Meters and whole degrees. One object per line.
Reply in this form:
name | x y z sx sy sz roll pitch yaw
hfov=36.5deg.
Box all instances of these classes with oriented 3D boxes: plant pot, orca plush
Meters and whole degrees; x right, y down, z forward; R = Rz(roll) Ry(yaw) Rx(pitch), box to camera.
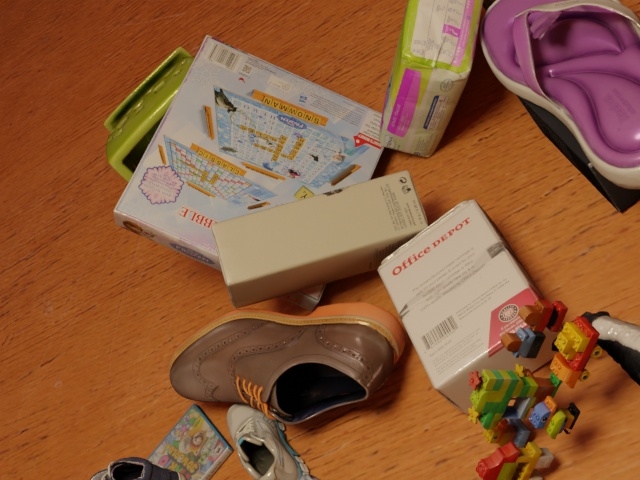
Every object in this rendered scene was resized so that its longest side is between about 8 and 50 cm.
plant pot | -0.226 -0.182 1.657 0.228 0.227 0.207 -44 35 5
orca plush | 0.355 0.158 0.973 0.287 0.151 0.102 18 103 44

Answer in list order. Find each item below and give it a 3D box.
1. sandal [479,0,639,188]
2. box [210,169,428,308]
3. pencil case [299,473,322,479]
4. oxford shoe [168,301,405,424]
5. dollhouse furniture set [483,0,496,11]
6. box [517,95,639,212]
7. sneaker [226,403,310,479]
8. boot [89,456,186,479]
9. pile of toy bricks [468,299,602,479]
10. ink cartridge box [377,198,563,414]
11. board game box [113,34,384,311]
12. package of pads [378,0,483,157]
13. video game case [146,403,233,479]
sandal | 0.306 -0.223 1.143 0.169 0.102 0.416 -40 41 9
box | 0.000 0.000 1.298 0.275 0.113 0.094 -15 69 -6
pencil case | -0.041 0.404 1.108 0.273 0.113 0.124 -57 14 -11
oxford shoe | -0.072 0.171 1.278 0.363 0.130 0.133 -15 27 31
dollhouse furniture set | 0.352 -0.377 1.393 0.181 0.101 0.161 19 73 47
box | 0.362 -0.162 1.210 0.153 0.108 0.207 -38 42 10
sneaker | -0.084 0.266 1.281 0.071 0.083 0.190 -50 39 0
boot | -0.282 0.335 1.369 0.190 0.086 0.069 -12 52 34
pile of toy bricks | 0.202 0.160 1.029 0.118 0.105 0.212 -123 44 -54
ink cartridge box | 0.182 0.077 1.190 0.158 0.092 0.218 -37 43 13
board game box | -0.092 -0.102 1.433 0.066 0.318 0.318 116 179 -69
package of pads | 0.166 -0.304 1.394 0.101 0.229 0.297 13 64 0
video game case | -0.207 0.329 1.388 0.166 0.015 0.119 -50 41 -2
